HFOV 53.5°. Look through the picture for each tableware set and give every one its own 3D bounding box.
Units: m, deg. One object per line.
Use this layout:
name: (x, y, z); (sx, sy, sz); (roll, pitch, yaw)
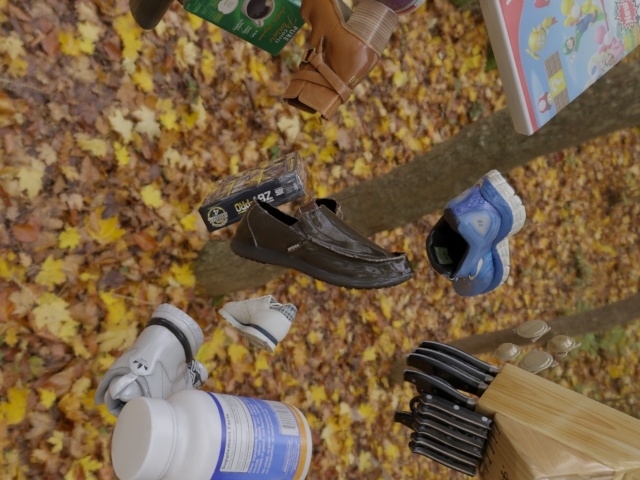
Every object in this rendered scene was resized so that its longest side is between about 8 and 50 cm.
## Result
tableware set: (0.443, 0.220, 1.318); (0.141, 0.168, 0.020); (-29, 111, -17)

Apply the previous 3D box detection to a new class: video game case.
video game case: (0.288, -0.274, 0.674); (0.285, 0.025, 0.204); (-39, 125, -14)

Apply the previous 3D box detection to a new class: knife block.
knife block: (0.231, 0.202, 0.720); (0.242, 0.275, 0.088); (-113, -153, -59)

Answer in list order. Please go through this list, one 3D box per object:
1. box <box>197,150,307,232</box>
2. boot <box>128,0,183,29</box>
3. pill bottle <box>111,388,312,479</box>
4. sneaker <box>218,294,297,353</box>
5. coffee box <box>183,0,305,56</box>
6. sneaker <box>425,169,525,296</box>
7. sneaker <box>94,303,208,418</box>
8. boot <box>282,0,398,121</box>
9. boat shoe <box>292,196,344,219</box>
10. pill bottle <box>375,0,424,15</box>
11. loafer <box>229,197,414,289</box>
box: (-0.205, -0.169, 2.040); (0.395, 0.318, 0.097); (-96, 163, -74)
boot: (-0.360, -0.631, 1.535); (0.146, 0.445, 0.367); (22, 68, -35)
pill bottle: (-0.158, 0.302, 0.938); (0.272, 0.152, 0.152); (20, 57, -40)
sneaker: (-0.124, 0.152, 1.263); (0.090, 0.235, 0.095); (44, 74, -28)
coffee box: (-0.117, -0.384, 1.035); (0.184, 0.113, 0.040); (18, 51, -32)
sneaker: (0.247, 0.010, 1.110); (0.330, 0.147, 0.130); (76, -12, -58)
sneaker: (-0.341, 0.289, 1.287); (0.210, 0.137, 0.366); (-52, 168, -33)
boot: (-0.003, -0.240, 0.813); (0.073, 0.152, 0.197); (30, 4, -36)
boat shoe: (0.010, -0.058, 1.365); (0.073, 0.073, 0.207); (48, 20, 8)
pill bottle: (0.095, -0.428, 0.998); (0.193, 0.108, 0.108); (-10, 85, -61)
loafer: (0.000, 0.000, 0.714); (0.080, 0.220, 0.078); (-17, 118, -72)
